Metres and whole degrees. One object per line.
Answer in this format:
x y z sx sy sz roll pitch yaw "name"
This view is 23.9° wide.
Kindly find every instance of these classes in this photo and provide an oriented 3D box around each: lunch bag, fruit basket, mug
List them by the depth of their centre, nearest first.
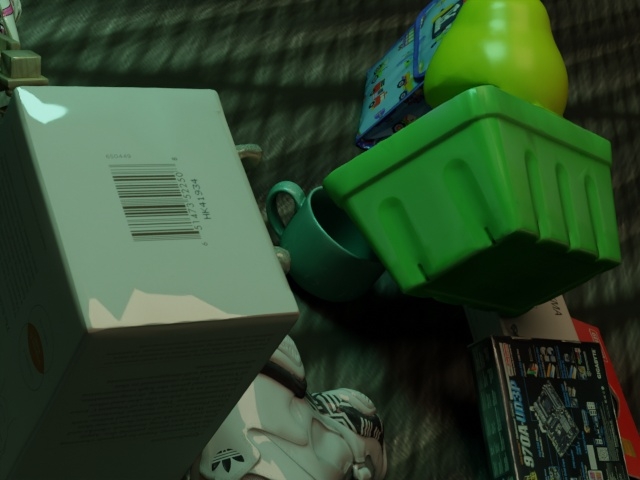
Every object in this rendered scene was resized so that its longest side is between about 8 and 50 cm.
0.195 -0.121 1.858 0.392 0.283 0.392 40 33 -33 "fruit basket"
0.008 0.003 1.860 0.129 0.097 0.157 -4 50 -48 "mug"
0.190 -0.264 2.206 0.138 0.293 0.221 30 32 -13 "lunch bag"

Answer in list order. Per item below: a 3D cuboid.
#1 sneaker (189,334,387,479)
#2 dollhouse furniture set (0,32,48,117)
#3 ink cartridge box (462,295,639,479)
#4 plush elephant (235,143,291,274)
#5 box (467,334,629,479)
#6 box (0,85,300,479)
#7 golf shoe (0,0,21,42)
-0.028 0.229 1.392 0.366 0.137 0.210 49 29 -56 "sneaker"
-0.475 -0.129 1.601 0.303 0.173 0.355 -6 21 -33 "dollhouse furniture set"
0.324 0.165 2.001 0.261 0.066 0.296 19 36 -26 "ink cartridge box"
-0.140 0.021 1.530 0.330 0.255 0.272 46 32 14 "plush elephant"
0.273 0.224 1.793 0.175 0.051 0.220 5 65 -32 "box"
-0.184 0.069 1.194 0.168 0.345 0.215 -3 57 -31 "box"
-0.395 -0.285 1.857 0.086 0.067 0.186 8 42 -42 "golf shoe"
